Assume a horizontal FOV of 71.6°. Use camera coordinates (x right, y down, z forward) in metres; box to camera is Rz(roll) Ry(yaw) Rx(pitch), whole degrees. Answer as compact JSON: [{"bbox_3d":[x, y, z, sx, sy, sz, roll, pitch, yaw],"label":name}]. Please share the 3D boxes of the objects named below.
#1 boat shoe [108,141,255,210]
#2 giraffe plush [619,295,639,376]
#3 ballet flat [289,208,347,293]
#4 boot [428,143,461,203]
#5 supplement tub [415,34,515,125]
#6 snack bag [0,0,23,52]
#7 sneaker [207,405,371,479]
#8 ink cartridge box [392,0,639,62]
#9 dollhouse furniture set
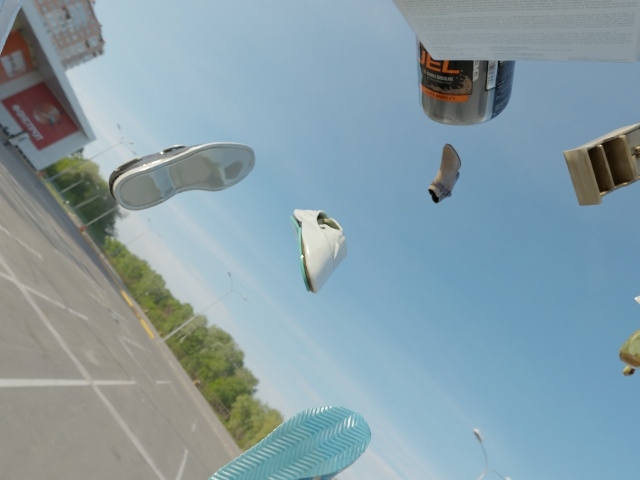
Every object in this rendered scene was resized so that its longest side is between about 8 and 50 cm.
[{"bbox_3d":[-0.119,-0.061,0.388,0.038,0.125,0.046,39,-35,44],"label":"boat shoe"},{"bbox_3d":[0.713,0.241,0.929,0.170,0.182,0.210,56,25,-50],"label":"giraffe plush"},{"bbox_3d":[0.000,0.000,1.126,0.139,0.139,0.400,61,3,-22],"label":"ballet flat"},{"bbox_3d":[0.265,-0.139,0.964,0.042,0.087,0.118,29,-20,45],"label":"boot"},{"bbox_3d":[0.302,-0.427,0.920,0.207,0.207,0.337,35,-24,36],"label":"supplement tub"},{"bbox_3d":[-0.394,-0.124,0.235,0.343,0.037,0.323,27,-50,-33],"label":"snack bag"},{"bbox_3d":[-0.040,0.294,0.579,0.087,0.229,0.092,58,-15,34],"label":"sneaker"},{"bbox_3d":[0.144,-0.203,0.330,0.189,0.066,0.232,16,1,32],"label":"ink cartridge box"},{"bbox_3d":[0.568,-0.142,0.728,0.212,0.161,0.242,68,-18,-7],"label":"dollhouse furniture set"}]
